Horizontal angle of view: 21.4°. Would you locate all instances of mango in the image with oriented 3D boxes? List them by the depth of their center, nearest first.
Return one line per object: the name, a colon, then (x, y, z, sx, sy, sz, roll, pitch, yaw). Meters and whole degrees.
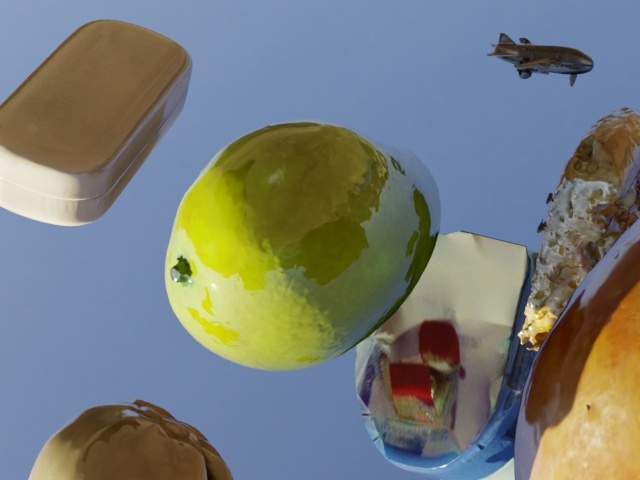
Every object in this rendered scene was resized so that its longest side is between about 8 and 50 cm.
mango: (-0.006, 0.007, 1.201, 0.149, 0.273, 0.185, 38, -81, 18)

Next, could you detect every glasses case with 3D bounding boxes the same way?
glasses case: (-0.139, -0.075, 1.022, 0.083, 0.050, 0.196, 18, -148, 7)

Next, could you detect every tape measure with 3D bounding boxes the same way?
tape measure: (0.165, 0.130, 1.790, 0.138, 0.262, 0.259, 11, 173, -35)

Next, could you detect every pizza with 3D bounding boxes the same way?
pizza: (0.242, -0.001, 1.451, 0.086, 0.226, 0.335, 21, 179, 13)

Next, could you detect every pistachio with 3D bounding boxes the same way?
pistachio: (-0.105, 0.187, 0.922, 0.144, 0.144, 0.215, -4, -120, 17)

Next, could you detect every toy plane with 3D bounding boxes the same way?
toy plane: (0.174, -0.143, 1.340, 0.083, 0.031, 0.078, 15, -156, 6)

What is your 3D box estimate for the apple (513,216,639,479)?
apple: (0.309, 0.119, 0.908, 0.400, 0.400, 0.333, -9, -144, 10)
